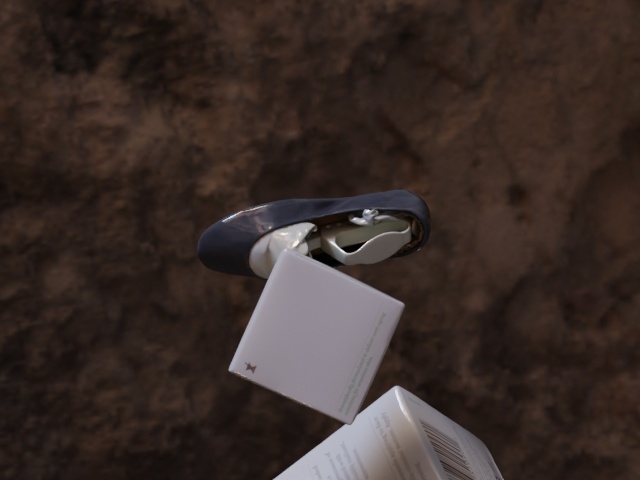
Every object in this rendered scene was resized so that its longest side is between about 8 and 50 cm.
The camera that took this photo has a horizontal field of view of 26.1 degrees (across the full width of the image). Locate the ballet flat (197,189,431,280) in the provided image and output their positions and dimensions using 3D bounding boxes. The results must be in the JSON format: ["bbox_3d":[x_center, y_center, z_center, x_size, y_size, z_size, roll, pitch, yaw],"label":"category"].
[{"bbox_3d":[0.000,0.000,1.163,0.074,0.203,0.074,170,90,-78],"label":"ballet flat"}]

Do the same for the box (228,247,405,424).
[{"bbox_3d":[-0.002,0.071,1.033,0.087,0.102,0.101,68,-133,-87],"label":"box"}]

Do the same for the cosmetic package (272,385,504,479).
[{"bbox_3d":[0.060,0.251,1.147,0.151,0.184,0.151,37,-159,-44],"label":"cosmetic package"}]
